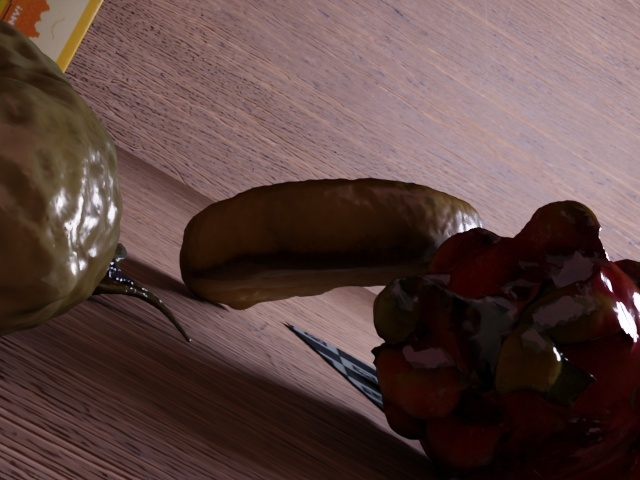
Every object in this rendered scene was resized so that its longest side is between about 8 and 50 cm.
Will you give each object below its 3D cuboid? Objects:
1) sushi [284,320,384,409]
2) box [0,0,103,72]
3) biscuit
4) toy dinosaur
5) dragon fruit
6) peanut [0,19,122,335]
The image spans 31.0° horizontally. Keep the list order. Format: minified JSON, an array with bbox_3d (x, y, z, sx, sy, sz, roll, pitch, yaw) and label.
[{"bbox_3d":[0.133,0.162,1.207,0.292,0.059,0.294,29,3,-32],"label":"sushi"},{"bbox_3d":[-0.428,-0.292,1.393,0.214,0.259,0.283,26,4,-36],"label":"box"},{"bbox_3d":[0.000,-0.001,1.019,0.274,0.091,0.213,-5,-13,20],"label":"biscuit"},{"bbox_3d":[-0.161,0.018,0.792,0.180,0.037,0.058,21,30,-32],"label":"toy dinosaur"},{"bbox_3d":[0.154,0.100,0.884,0.227,0.243,0.307,29,41,33],"label":"dragon fruit"},{"bbox_3d":[-0.182,-0.038,0.596,0.147,0.147,0.305,29,7,-36],"label":"peanut"}]
